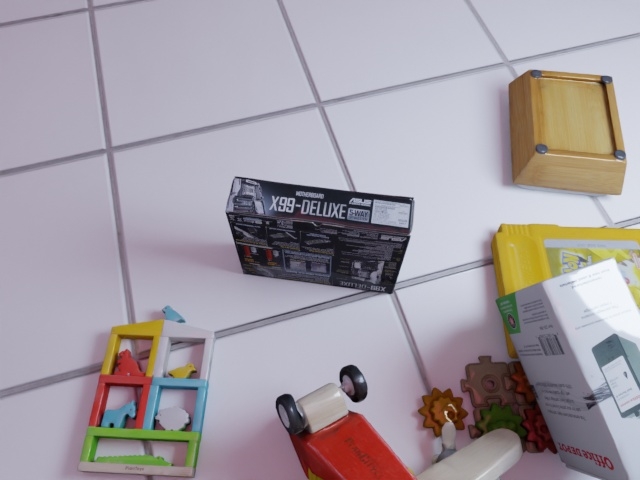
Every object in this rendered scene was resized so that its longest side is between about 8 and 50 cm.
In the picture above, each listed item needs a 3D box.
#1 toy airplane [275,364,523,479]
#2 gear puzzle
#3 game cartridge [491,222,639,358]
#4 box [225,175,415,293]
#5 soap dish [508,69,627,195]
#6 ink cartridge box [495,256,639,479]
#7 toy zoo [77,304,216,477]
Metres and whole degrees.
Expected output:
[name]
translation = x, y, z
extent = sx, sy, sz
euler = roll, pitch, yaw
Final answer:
[toy airplane]
translation = 0.088, 0.387, 0.734
extent = 0.386, 0.272, 0.384
euler = 2, 25, 14
[gear puzzle]
translation = 0.338, 0.280, 0.925
extent = 0.339, 0.044, 0.175
euler = -2, 61, -2
[game cartridge]
translation = 0.504, 0.093, 1.009
extent = 0.324, 0.052, 0.285
euler = 3, 55, 1
[box]
translation = 0.000, 0.000, 0.965
extent = 0.307, 0.242, 0.076
euler = 7, 62, 4
[soap dish]
translation = 0.542, -0.246, 1.173
extent = 0.229, 0.118, 0.291
euler = 7, 63, 3
[ink cartridge box]
translation = 0.405, 0.195, 0.811
extent = 0.121, 0.211, 0.289
euler = -18, 78, -5
[toy zoo]
translation = -0.295, 0.257, 0.941
extent = 0.192, 0.030, 0.293
euler = 2, 61, 1
